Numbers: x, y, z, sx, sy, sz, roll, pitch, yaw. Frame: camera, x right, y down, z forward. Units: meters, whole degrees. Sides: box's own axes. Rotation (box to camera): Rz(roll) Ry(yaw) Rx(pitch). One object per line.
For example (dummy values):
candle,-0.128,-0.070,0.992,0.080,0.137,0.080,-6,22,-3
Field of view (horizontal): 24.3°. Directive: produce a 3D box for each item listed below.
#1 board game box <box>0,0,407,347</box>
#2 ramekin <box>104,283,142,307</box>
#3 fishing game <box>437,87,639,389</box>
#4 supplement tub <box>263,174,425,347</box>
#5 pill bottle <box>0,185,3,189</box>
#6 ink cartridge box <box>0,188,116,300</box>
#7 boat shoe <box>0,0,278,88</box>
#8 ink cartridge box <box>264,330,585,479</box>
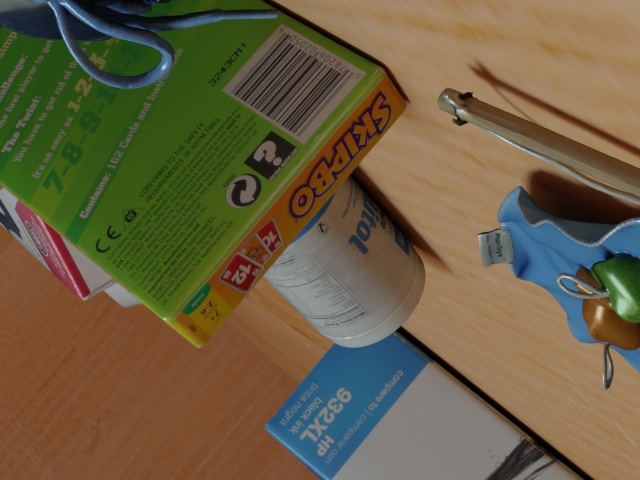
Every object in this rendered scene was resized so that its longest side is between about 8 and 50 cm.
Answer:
board game box,-0.094,-0.070,0.629,0.259,0.124,0.039,36,172,35
ramekin,-0.208,-0.056,1.292,0.273,0.127,0.273,40,173,6
fishing game,0.130,0.048,0.524,0.189,0.041,0.264,31,168,40
supplement tub,0.000,0.000,0.777,0.107,0.071,0.071,45,172,-38
pill bottle,-0.273,-0.130,0.788,0.283,0.160,0.160,59,170,-9
ink cartridge box,-0.200,-0.085,1.016,0.237,0.100,0.172,30,149,56
boat shoe,-0.075,-0.099,0.496,0.109,0.089,0.258,43,172,-16
ink cartridge box,0.126,0.216,1.187,0.307,0.129,0.223,38,172,19
